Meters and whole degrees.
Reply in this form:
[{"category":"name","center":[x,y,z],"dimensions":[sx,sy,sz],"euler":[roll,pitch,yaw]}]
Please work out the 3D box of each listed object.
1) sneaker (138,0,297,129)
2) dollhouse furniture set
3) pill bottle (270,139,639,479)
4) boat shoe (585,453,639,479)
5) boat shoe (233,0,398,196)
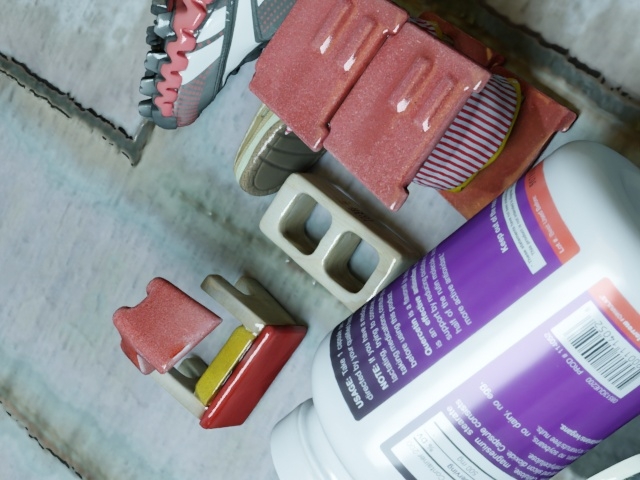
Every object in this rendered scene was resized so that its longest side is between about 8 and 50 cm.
[{"category":"sneaker","center":[-0.060,-0.187,1.452],"dimensions":[0.098,0.135,0.276],"euler":[-93,22,-48]},{"category":"dollhouse furniture set","center":[0.000,0.000,1.370],"dimensions":[0.152,0.201,0.374],"euler":[40,105,23]},{"category":"pill bottle","center":[0.121,0.088,1.315],"dimensions":[0.323,0.181,0.181],"euler":[-39,71,21]},{"category":"boat shoe","center":[0.167,0.233,1.339],"dimensions":[0.233,0.084,0.079],"euler":[-31,74,20]},{"category":"boat shoe","center":[-0.011,-0.123,1.465],"dimensions":[0.190,0.068,0.072],"euler":[-50,55,6]}]
